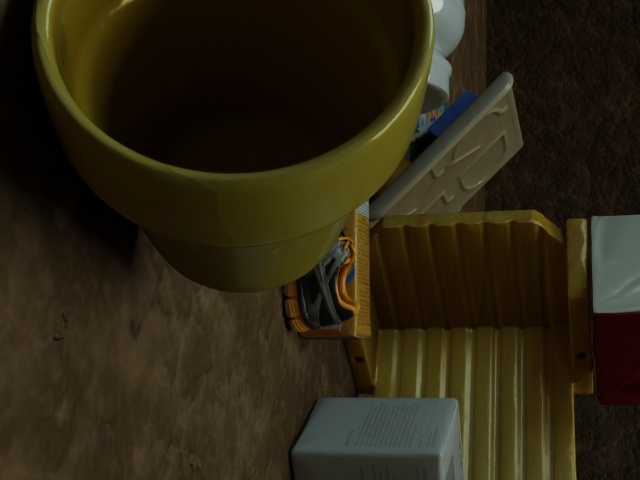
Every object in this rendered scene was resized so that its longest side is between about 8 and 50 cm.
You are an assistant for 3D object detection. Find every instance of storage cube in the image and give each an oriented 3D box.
[{"bbox_3d":[0.459,0.089,1.425,0.193,0.184,0.215,72,22,-43],"label":"storage cube"}]

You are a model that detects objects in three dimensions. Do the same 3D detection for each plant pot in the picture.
[{"bbox_3d":[-0.056,-0.085,0.755,0.239,0.254,0.254,92,4,-61],"label":"plant pot"}]

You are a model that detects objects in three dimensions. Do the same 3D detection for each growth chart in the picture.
[{"bbox_3d":[0.175,-0.129,1.817,0.172,0.021,0.237,-33,154,-29],"label":"growth chart"}]

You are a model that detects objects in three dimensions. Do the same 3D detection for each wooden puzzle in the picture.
[{"bbox_3d":[0.196,-0.116,1.756,0.322,0.080,0.348,-44,162,-2],"label":"wooden puzzle"}]

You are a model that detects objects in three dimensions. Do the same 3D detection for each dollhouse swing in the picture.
[{"bbox_3d":[0.198,0.177,1.467,0.305,0.347,0.315,-76,159,-44],"label":"dollhouse swing"}]

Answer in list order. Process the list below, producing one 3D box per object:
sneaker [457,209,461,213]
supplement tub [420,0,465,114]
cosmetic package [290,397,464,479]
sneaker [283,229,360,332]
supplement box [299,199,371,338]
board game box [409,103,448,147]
[{"bbox_3d":[0.281,-0.169,2.343,0.271,0.100,0.108,-76,153,-47],"label":"sneaker"},{"bbox_3d":[0.034,-0.304,1.105,0.235,0.236,0.324,25,64,-74],"label":"supplement tub"},{"bbox_3d":[0.075,0.291,1.296,0.151,0.184,0.151,-51,137,-67],"label":"cosmetic package"},{"bbox_3d":[0.000,0.000,1.245,0.084,0.083,0.214,-29,115,-72],"label":"sneaker"},{"bbox_3d":[0.018,0.008,1.326,0.080,0.078,0.233,18,71,-75],"label":"supplement box"},{"bbox_3d":[0.182,-0.221,1.989,0.336,0.079,0.253,59,33,-62],"label":"board game box"}]
